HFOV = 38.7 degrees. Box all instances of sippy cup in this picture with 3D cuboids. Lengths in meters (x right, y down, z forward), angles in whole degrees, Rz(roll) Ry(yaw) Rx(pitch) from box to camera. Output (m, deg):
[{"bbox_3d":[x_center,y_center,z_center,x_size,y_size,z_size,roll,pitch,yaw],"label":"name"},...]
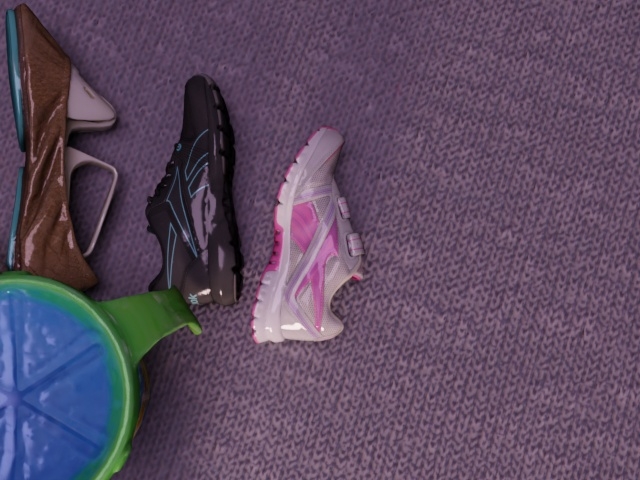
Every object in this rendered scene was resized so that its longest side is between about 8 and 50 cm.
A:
[{"bbox_3d":[-0.279,0.159,0.939,0.305,0.224,0.240,2,83,3],"label":"sippy cup"}]

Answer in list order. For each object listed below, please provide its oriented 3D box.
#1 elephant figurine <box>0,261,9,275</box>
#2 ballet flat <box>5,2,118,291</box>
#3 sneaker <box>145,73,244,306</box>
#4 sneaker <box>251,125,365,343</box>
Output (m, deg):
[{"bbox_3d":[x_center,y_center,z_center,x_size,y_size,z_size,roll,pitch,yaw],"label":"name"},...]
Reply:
[{"bbox_3d":[-0.471,0.006,1.000,0.169,0.186,0.239,-22,79,-33],"label":"elephant figurine"},{"bbox_3d":[-0.296,-0.098,1.043,0.124,0.116,0.342,0,82,-18],"label":"ballet flat"},{"bbox_3d":[-0.148,-0.058,1.027,0.106,0.101,0.267,-4,81,4],"label":"sneaker"},{"bbox_3d":[0.000,0.000,1.019,0.111,0.103,0.252,12,89,0],"label":"sneaker"}]
